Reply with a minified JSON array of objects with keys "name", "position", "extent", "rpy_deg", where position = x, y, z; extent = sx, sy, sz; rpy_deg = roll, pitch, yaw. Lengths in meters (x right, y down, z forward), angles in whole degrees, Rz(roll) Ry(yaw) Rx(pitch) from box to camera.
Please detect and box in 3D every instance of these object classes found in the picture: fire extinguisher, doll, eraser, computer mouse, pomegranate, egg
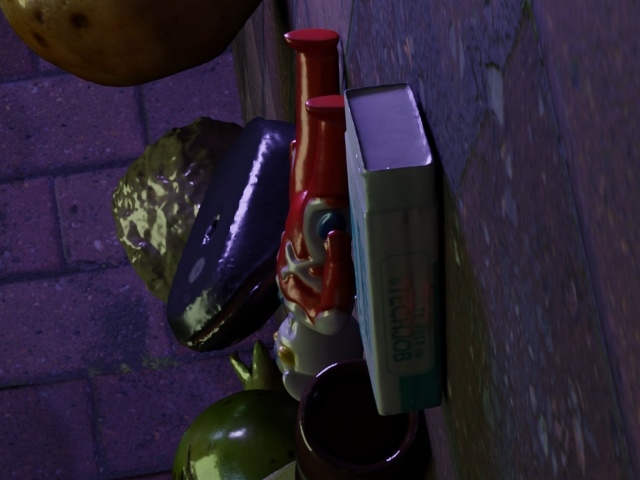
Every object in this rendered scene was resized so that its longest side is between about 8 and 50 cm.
[{"name":"fire extinguisher","position":[0.023,0.216,1.434],"extent":[0.344,0.102,0.138],"rpy_deg":[94,-169,-68]},{"name":"doll","position":[0.000,0.000,1.533],"extent":[0.188,0.099,0.384],"rpy_deg":[-106,12,-56]},{"name":"eraser","position":[0.051,0.010,1.110],"extent":[0.095,0.052,0.225],"rpy_deg":[-101,5,-49]},{"name":"computer mouse","position":[-0.083,-0.002,1.918],"extent":[0.183,0.116,0.323],"rpy_deg":[-27,37,49]},{"name":"pomegranate","position":[-0.257,-0.409,2.082],"extent":[0.410,0.410,0.410],"rpy_deg":[171,90,-86]},{"name":"egg","position":[-0.139,-0.022,2.170],"extent":[0.279,0.279,0.310],"rpy_deg":[-105,-8,-57]},{"name":"pomegranate","position":[-0.085,0.303,2.275],"extent":[0.260,0.260,0.341],"rpy_deg":[88,175,-54]}]

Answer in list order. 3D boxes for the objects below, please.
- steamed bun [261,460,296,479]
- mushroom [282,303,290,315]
[{"name":"steamed bun","position":[-0.029,0.361,1.935],"extent":[0.155,0.200,0.250],"rpy_deg":[57,180,-5]},{"name":"mushroom","position":[-0.002,0.067,1.816],"extent":[0.083,0.067,0.083],"rpy_deg":[36,147,29]}]
